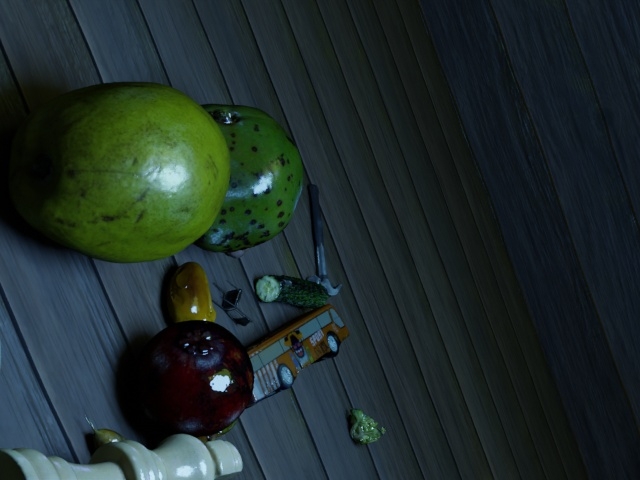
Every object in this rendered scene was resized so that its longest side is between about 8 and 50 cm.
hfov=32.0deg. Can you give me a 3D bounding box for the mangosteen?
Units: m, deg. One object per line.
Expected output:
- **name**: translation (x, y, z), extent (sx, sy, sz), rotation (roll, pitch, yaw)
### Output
- **mangosteen**: translation (-0.178, 0.213, 1.577), extent (0.200, 0.200, 0.199), rotation (44, 37, -47)

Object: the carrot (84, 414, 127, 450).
- **carrot**: translation (-0.227, 0.332, 1.510), extent (0.298, 0.078, 0.078), rotation (50, 33, -30)

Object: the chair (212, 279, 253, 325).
- **chair**: translation (-0.145, 0.102, 1.852), extent (0.086, 0.037, 0.042), rotation (48, 46, -37)

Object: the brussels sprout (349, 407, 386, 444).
- **brussels sprout**: translation (0.083, 0.360, 2.153), extent (0.085, 0.058, 0.085), rotation (39, 11, -9)

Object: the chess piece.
- **chess piece**: translation (-0.237, 0.297, 1.366), extent (0.397, 0.117, 0.117), rotation (6, 69, -54)

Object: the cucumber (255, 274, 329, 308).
- **cucumber**: translation (-0.054, 0.093, 2.033), extent (0.187, 0.058, 0.058), rotation (16, 61, -60)

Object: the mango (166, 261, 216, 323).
- **mango**: translation (-0.201, 0.087, 1.712), extent (0.077, 0.063, 0.127), rotation (35, 39, -47)

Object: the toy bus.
- **toy bus**: translation (-0.064, 0.198, 1.897), extent (0.092, 0.093, 0.409), rotation (66, 24, 0)

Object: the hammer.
- **hammer**: translation (0.000, 0.000, 2.238), extent (0.103, 0.029, 0.246), rotation (37, 42, -52)

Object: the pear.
- **pear**: translation (-0.262, -0.095, 1.489), extent (0.307, 0.253, 0.253), rotation (3, 72, -54)

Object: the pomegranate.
- **pomegranate**: translation (-0.145, -0.090, 1.754), extent (0.254, 0.254, 0.270), rotation (-79, 167, -46)
